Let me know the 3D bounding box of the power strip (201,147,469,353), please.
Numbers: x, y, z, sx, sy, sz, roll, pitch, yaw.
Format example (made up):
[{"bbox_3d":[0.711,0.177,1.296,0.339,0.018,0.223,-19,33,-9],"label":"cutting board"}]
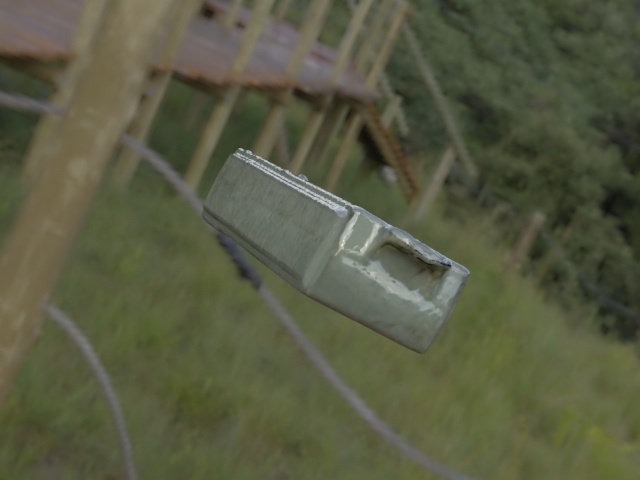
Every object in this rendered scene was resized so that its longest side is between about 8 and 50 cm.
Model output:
[{"bbox_3d":[0.001,0.000,0.842,0.078,0.052,0.272,28,2,-19],"label":"power strip"}]
